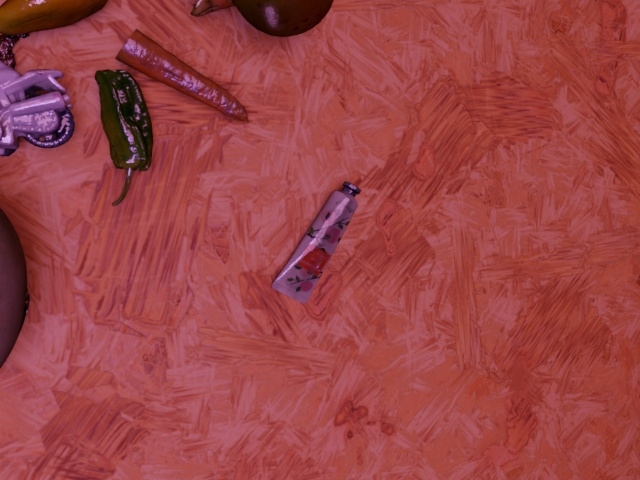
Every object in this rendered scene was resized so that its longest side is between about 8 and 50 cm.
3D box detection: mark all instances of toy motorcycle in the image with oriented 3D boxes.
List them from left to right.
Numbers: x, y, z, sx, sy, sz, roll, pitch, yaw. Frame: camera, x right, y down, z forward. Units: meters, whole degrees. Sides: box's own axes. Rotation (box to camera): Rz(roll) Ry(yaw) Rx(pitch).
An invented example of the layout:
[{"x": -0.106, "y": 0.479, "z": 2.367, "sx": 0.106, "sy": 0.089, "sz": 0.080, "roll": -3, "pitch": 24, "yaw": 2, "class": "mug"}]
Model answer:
[{"x": -0.471, "y": -0.203, "z": 0.701, "sx": 0.261, "sy": 0.110, "sz": 0.170, "roll": -2, "pitch": 94, "yaw": -21, "class": "toy motorcycle"}]

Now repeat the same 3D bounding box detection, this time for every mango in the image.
[{"x": -0.369, "y": -0.336, "z": 0.737, "sx": 0.188, "sy": 0.101, "sz": 0.066, "roll": -34, "pitch": 106, "yaw": -16, "class": "mango"}]

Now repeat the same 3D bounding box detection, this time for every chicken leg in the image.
[{"x": -0.449, "y": -0.271, "z": 0.752, "sx": 0.036, "sy": 0.021, "sz": 0.083, "roll": 22, "pitch": 84, "yaw": -14, "class": "chicken leg"}]

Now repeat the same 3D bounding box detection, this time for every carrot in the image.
[{"x": -0.206, "y": -0.253, "z": 0.842, "sx": 0.224, "sy": 0.057, "sz": 0.057, "roll": 27, "pitch": 83, "yaw": -24, "class": "carrot"}]

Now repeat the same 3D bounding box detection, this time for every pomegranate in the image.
[{"x": -0.087, "y": -0.409, "z": 0.805, "sx": 0.246, "sy": 0.198, "sz": 0.198, "roll": -23, "pitch": 103, "yaw": -20, "class": "pomegranate"}]

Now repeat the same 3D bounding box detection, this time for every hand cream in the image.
[{"x": 0.000, "y": 0.000, "z": 0.958, "sx": 0.080, "sy": 0.050, "sz": 0.233, "roll": 31, "pitch": 88, "yaw": -26, "class": "hand cream"}]

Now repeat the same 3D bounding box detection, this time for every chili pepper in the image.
[{"x": -0.292, "y": -0.158, "z": 0.806, "sx": 0.072, "sy": 0.073, "sz": 0.203, "roll": -15, "pitch": 101, "yaw": -36, "class": "chili pepper"}]

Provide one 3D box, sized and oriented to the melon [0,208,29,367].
[{"x": -0.496, "y": 0.079, "z": 0.626, "sx": 0.269, "sy": 0.268, "sz": 0.329, "roll": 8, "pitch": 100, "yaw": -24, "class": "melon"}]
